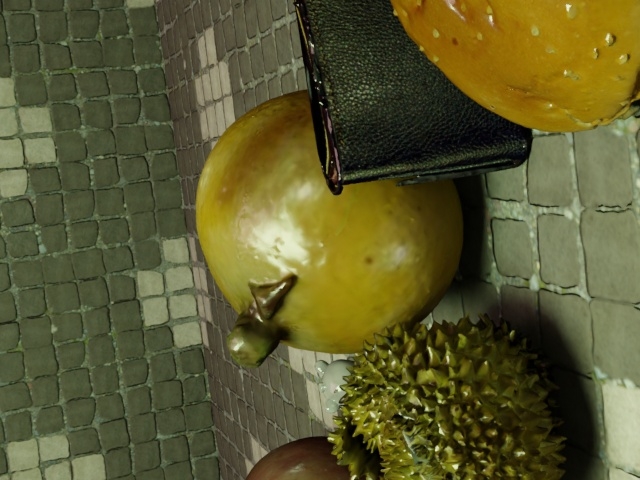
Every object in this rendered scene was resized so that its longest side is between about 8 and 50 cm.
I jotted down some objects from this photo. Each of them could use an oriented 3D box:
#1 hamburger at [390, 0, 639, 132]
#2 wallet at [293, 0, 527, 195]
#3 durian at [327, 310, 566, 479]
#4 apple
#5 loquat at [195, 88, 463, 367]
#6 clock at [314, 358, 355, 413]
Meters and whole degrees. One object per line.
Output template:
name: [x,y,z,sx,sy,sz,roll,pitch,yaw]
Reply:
hamburger: [0.165,-0.230,0.694,0.314,0.170,0.290,53,166,2]
wallet: [0.088,-0.188,0.904,0.071,0.221,0.262,161,99,-74]
durian: [0.144,0.214,0.929,0.258,0.258,0.292,-124,22,-49]
apple: [-0.005,0.471,1.405,0.306,0.235,0.305,170,90,-71]
loquat: [0.000,0.000,1.041,0.359,0.328,0.328,-59,2,-28]
clock: [0.065,0.249,1.295,0.080,0.117,0.176,114,141,-57]
